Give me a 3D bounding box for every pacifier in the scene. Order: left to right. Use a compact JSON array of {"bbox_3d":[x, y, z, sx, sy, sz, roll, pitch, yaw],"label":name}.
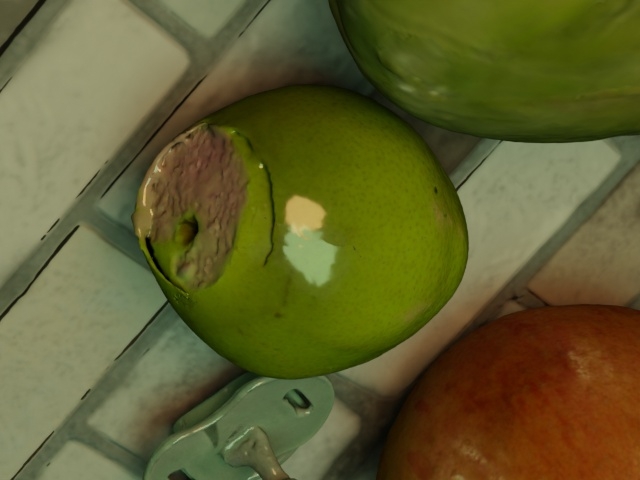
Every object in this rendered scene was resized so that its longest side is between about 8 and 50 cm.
[{"bbox_3d":[-0.043,0.158,1.078,0.150,0.116,0.127,-32,147,-5],"label":"pacifier"}]

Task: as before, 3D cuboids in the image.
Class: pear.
[{"bbox_3d":[0.000,0.000,0.979,0.220,0.187,0.187,18,111,-48],"label":"pear"}]

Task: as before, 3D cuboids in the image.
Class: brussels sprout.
[{"bbox_3d":[0.141,-0.176,0.873,0.328,0.328,0.247,-8,76,-15],"label":"brussels sprout"}]

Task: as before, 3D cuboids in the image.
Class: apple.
[{"bbox_3d":[0.185,0.200,1.086,0.299,0.275,0.299,-6,112,-16],"label":"apple"}]
